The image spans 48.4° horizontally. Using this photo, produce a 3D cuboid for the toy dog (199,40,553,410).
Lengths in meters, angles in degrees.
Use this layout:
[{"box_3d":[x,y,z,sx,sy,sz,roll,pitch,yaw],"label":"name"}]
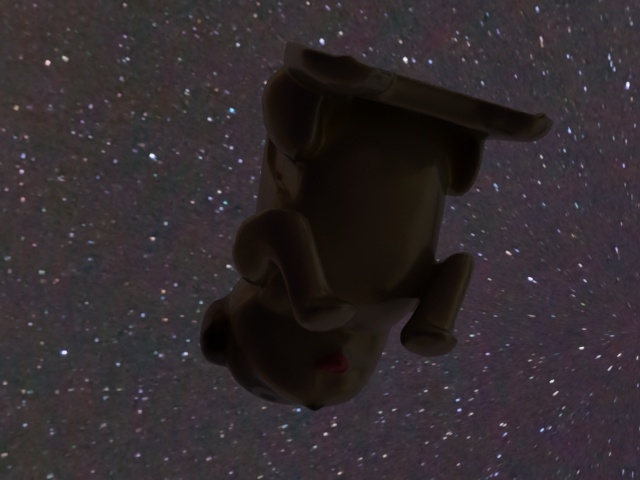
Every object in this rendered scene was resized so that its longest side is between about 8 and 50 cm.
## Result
[{"box_3d":[0.000,0.000,0.819,0.395,0.285,0.407,33,-70,53],"label":"toy dog"}]
